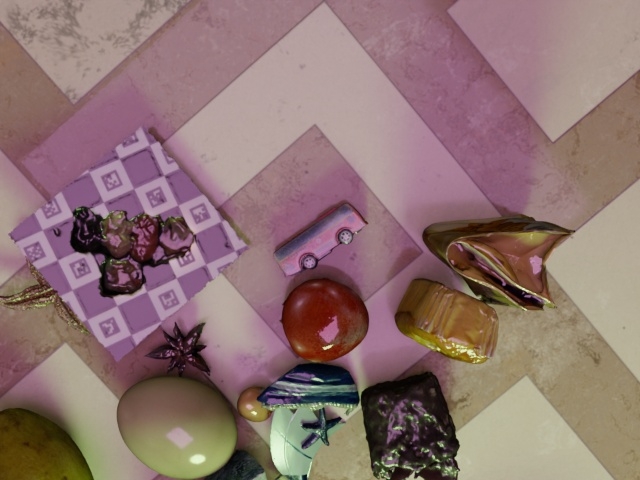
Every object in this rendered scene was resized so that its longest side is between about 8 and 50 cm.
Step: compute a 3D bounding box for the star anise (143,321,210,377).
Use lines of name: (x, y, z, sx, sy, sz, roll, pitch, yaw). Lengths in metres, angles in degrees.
star anise: (-0.287, 0.222, 1.546, 0.129, 0.056, 0.124, -5, 98, 0)

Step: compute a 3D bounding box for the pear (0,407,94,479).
pear: (-0.581, 0.478, 1.477, 0.287, 0.287, 0.375, -22, 77, 2)

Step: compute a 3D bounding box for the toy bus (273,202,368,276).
toy bus: (0.000, 0.000, 1.520, 0.192, 0.065, 0.077, -35, 89, 3)

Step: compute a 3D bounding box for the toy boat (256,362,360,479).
toy boat: (-0.013, 0.370, 1.556, 0.210, 0.070, 0.292, -16, 115, -17)

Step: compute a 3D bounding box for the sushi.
sushi: (-0.369, 0.003, 1.514, 0.339, 0.069, 0.320, -41, 98, -4)

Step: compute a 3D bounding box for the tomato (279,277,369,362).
tomato: (0.015, 0.157, 1.490, 0.167, 0.167, 0.167, 0, 97, -1)

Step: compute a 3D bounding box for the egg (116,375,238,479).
egg: (-0.276, 0.358, 1.499, 0.241, 0.186, 0.186, 25, 96, 6)

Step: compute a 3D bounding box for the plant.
plant: (0.175, 0.379, 1.510, 0.178, 0.204, 0.234, -11, 90, -1)

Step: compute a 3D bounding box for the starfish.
starfish: (-0.519, 0.083, 1.528, 0.240, 0.043, 0.228, -12, 86, -14)

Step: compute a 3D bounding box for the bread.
bread: (0.229, 0.149, 1.434, 0.152, 0.288, 0.119, 24, 87, -4)

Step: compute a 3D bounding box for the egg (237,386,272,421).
egg: (-0.131, 0.327, 1.549, 0.071, 0.083, 0.071, -4, 79, 22)

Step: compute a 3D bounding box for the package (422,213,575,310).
package: (0.312, 0.051, 1.404, 0.221, 0.311, 0.165, -6, 95, -1)

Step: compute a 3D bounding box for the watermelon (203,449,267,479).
watermelon: (-0.167, 0.619, 1.530, 0.258, 0.228, 0.387, 27, 87, -13)
